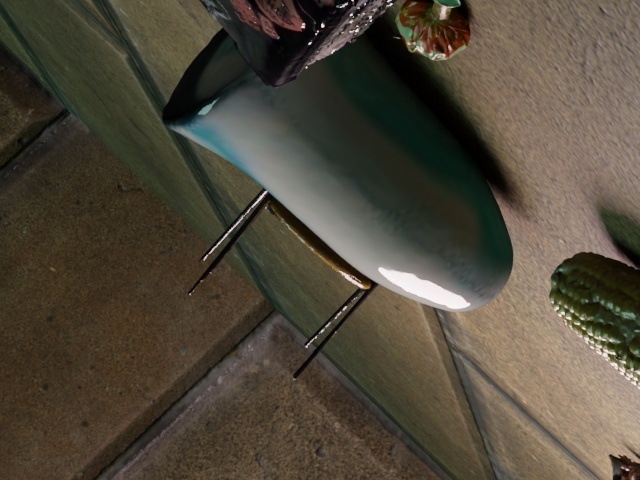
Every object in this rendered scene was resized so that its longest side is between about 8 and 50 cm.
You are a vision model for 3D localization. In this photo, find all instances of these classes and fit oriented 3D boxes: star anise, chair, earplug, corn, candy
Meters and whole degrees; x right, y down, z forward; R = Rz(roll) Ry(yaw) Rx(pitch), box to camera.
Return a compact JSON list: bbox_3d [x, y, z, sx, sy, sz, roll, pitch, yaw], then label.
[{"bbox_3d":[0.358,0.289,1.889,0.129,0.056,0.124,52,-179,-15],"label":"star anise"},{"bbox_3d":[0.000,0.000,1.904,0.158,0.247,0.172,40,-169,-6],"label":"chair"},{"bbox_3d":[0.039,-0.057,1.537,0.324,0.185,0.185,45,172,-19],"label":"earplug"},{"bbox_3d":[0.277,0.094,1.340,0.288,0.086,0.086,41,170,44],"label":"corn"},{"bbox_3d":[0.089,-0.171,1.236,0.055,0.049,0.185,17,164,-2],"label":"candy"}]

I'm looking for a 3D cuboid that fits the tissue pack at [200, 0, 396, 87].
[{"bbox_3d":[-0.038,-0.247,1.211,0.245,0.123,0.332,56,168,-1],"label":"tissue pack"}]
